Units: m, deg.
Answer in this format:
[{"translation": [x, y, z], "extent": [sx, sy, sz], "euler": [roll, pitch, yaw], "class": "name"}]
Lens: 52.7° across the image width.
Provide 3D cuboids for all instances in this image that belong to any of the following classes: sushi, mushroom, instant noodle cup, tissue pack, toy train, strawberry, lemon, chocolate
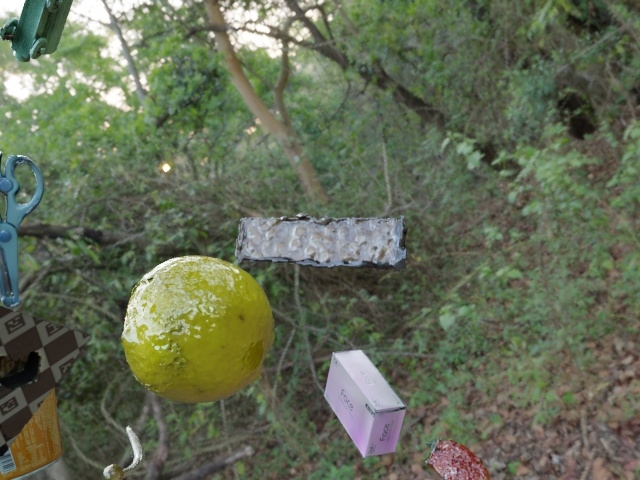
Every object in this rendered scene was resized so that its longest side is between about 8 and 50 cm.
[{"translation": [-0.462, 0.184, 0.877], "extent": [0.219, 0.047, 0.231], "euler": [-55, -27, -6], "class": "sushi"}, {"translation": [-0.426, 0.477, 1.434], "extent": [0.043, 0.068, 0.306], "euler": [-28, 4, -5], "class": "mushroom"}, {"translation": [-0.584, 0.348, 1.200], "extent": [0.216, 0.172, 0.216], "euler": [-16, -1, 0], "class": "instant noodle cup"}, {"translation": [0.105, 0.404, 1.617], "extent": [0.093, 0.148, 0.246], "euler": [-2, 25, -25], "class": "tissue pack"}, {"translation": [-0.618, -0.515, 1.450], "extent": [0.248, 0.101, 0.159], "euler": [-50, 7, 34], "class": "toy train"}, {"translation": [0.307, 0.498, 1.420], "extent": [0.085, 0.140, 0.192], "euler": [-54, 1, -2], "class": "strawberry"}, {"translation": [-0.280, 0.209, 1.535], "extent": [0.388, 0.349, 0.350], "euler": [0, -14, -32], "class": "lemon"}, {"translation": [0.002, 0.004, 1.184], "extent": [0.330, 0.102, 0.065], "euler": [2, -6, 18], "class": "chocolate"}]

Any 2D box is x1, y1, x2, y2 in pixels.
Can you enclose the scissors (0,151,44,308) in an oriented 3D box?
[{"translation": [-0.761, -0.021, 1.568], "extent": [0.180, 0.392, 0.032], "euler": [-6, 19, -30], "class": "scissors"}]
